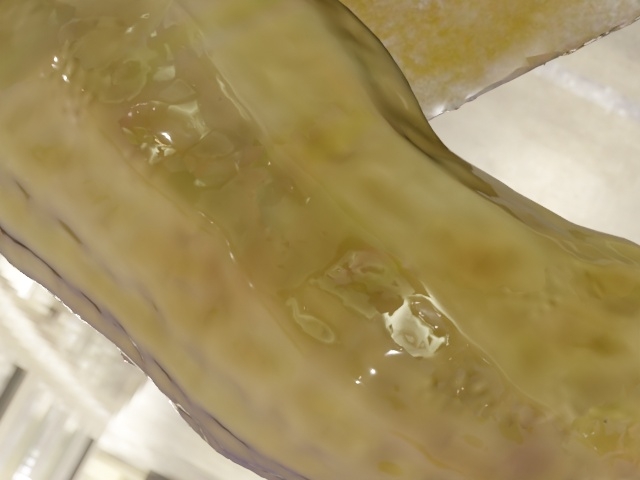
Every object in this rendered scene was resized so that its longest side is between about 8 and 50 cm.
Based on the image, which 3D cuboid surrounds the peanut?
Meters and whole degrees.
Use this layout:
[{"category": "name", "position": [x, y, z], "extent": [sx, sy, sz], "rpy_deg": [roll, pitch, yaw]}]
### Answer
[{"category": "peanut", "position": [0.000, 0.000, 0.489], "extent": [0.305, 0.147, 0.147], "rpy_deg": [41, 171, 18]}]

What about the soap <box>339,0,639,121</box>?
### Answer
[{"category": "soap", "position": [0.029, -0.187, 0.624], "extent": [0.257, 0.160, 0.080], "rpy_deg": [61, -172, -13]}]
